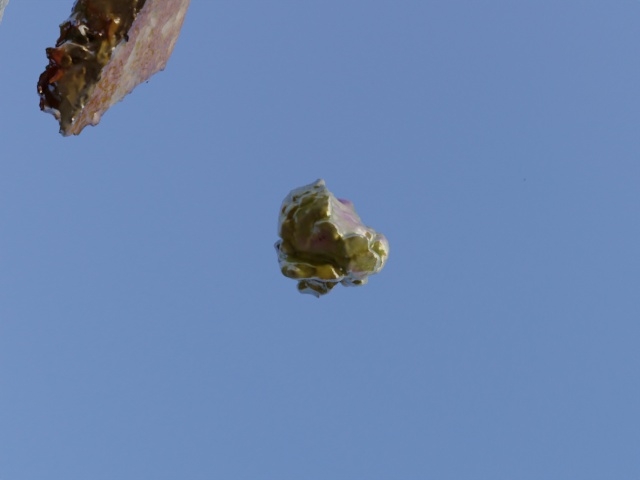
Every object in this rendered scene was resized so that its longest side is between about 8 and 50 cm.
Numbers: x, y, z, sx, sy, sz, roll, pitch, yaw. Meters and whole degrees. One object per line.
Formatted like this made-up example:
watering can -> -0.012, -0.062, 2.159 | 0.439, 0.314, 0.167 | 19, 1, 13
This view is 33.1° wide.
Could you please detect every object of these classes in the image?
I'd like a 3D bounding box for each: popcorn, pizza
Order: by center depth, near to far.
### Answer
pizza -> -0.137, -0.143, 0.702 | 0.062, 0.199, 0.188 | 24, -39, 1
popcorn -> 0.000, -0.001, 0.905 | 0.089, 0.109, 0.097 | -36, -58, 4

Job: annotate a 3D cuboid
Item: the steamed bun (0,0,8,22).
steamed bun -> -0.416, -0.168, 0.773 | 0.346, 0.394, 0.237 | -37, -101, -17
